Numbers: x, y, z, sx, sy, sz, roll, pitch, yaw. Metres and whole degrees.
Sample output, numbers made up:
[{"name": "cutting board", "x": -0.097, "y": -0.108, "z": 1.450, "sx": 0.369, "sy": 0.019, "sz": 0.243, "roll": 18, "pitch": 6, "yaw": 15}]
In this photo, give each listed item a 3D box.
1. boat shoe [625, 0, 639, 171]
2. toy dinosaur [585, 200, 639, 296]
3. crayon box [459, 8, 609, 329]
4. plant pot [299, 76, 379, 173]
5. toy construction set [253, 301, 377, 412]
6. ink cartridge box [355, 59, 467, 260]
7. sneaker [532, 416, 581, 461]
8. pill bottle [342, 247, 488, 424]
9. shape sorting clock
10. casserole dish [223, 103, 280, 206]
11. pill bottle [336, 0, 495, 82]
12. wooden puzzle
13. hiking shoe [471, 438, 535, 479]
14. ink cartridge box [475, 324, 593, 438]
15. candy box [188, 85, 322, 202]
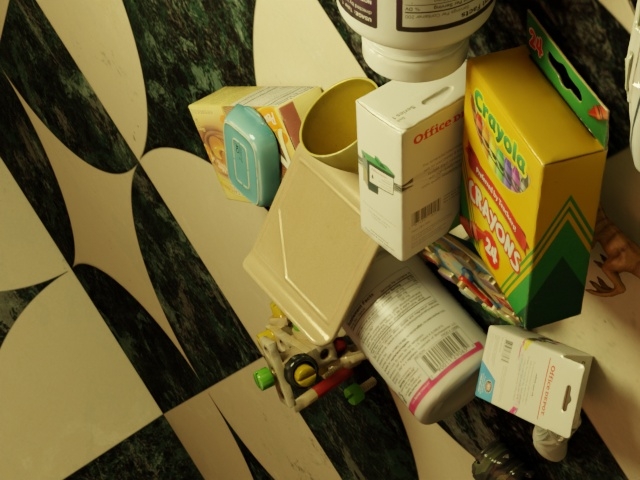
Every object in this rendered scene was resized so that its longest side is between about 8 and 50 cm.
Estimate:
[{"name": "boat shoe", "x": 0.339, "y": -0.171, "z": 1.184, "sx": 0.076, "sy": 0.083, "sz": 0.226, "roll": 50, "pitch": 145, "yaw": 45}, {"name": "toy dinosaur", "x": 0.353, "y": 0.024, "z": 1.381, "sx": 0.211, "sy": 0.064, "sz": 0.112, "roll": 49, "pitch": 152, "yaw": 19}, {"name": "crayon box", "x": 0.237, "y": -0.077, "z": 1.388, "sx": 0.319, "sy": 0.081, "sz": 0.202, "roll": 86, "pitch": 164, "yaw": -44}, {"name": "plant pot", "x": 0.052, "y": -0.147, "z": 1.689, "sx": 0.134, "sy": 0.134, "sz": 0.095, "roll": 28, "pitch": 169, "yaw": 48}, {"name": "toy construction set", "x": -0.031, "y": 0.202, "z": 2.086, "sx": 0.257, "sy": 0.237, "sz": 0.309, "roll": 39, "pitch": 150, "yaw": 35}, {"name": "ink cartridge box", "x": 0.133, "y": -0.107, "z": 1.522, "sx": 0.092, "sy": 0.160, "sz": 0.219, "roll": 39, "pitch": 148, "yaw": 35}, {"name": "sneaker", "x": 0.335, "y": 0.261, "z": 1.699, "sx": 0.061, "sy": 0.053, "sz": 0.152, "roll": 28, "pitch": 141, "yaw": 43}, {"name": "pill bottle", "x": 0.125, "y": 0.118, "z": 1.789, "sx": 0.283, "sy": 0.160, "sz": 0.160, "roll": 51, "pitch": 154, "yaw": 23}, {"name": "shape sorting clock", "x": 0.203, "y": 0.049, "z": 1.653, "sx": 0.206, "sy": 0.040, "sz": 0.206, "roll": 38, "pitch": 168, "yaw": 9}, {"name": "casserole dish", "x": -0.111, "y": -0.127, "z": 1.886, "sx": 0.114, "sy": 0.037, "sz": 0.188, "roll": 41, "pitch": 148, "yaw": 32}, {"name": "pill bottle", "x": 0.103, "y": -0.334, "z": 1.291, "sx": 0.181, "sy": 0.181, "sz": 0.323, "roll": 40, "pitch": 150, "yaw": 34}, {"name": "wooden puzzle", "x": 0.000, "y": 0.000, "z": 1.765, "sx": 0.221, "sy": 0.044, "sz": 0.239, "roll": 45, "pitch": 116, "yaw": 36}, {"name": "hiking shoe", "x": 0.299, "y": 0.427, "z": 1.915, "sx": 0.114, "sy": 0.086, "sz": 0.227, "roll": 36, "pitch": 147, "yaw": 45}, {"name": "ink cartridge box", "x": 0.298, "y": 0.188, "z": 1.620, "sx": 0.181, "sy": 0.061, "sz": 0.104, "roll": 22, "pitch": 104, "yaw": 53}, {"name": "candy box", "x": -0.082, "y": -0.151, "z": 1.953, "sx": 0.316, "sy": 0.087, "sz": 0.183, "roll": 11, "pitch": 128, "yaw": 57}]
